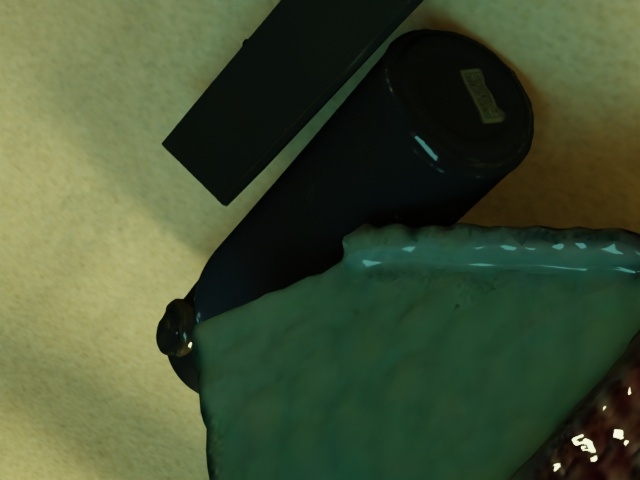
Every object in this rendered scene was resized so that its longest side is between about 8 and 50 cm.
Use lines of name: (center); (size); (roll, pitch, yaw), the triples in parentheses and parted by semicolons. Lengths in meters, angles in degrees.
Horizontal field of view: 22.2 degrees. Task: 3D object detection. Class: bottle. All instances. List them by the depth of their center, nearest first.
bottle: (0.000, 0.000, 0.750); (0.082, 0.072, 0.244); (1, 150, -30)

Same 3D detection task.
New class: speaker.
speaker: (-0.003, -0.084, 0.695); (0.046, 0.040, 0.191); (43, 138, -3)

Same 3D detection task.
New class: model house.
model house: (0.120, 0.135, 0.695); (0.248, 0.230, 0.280); (-21, 143, 15)
